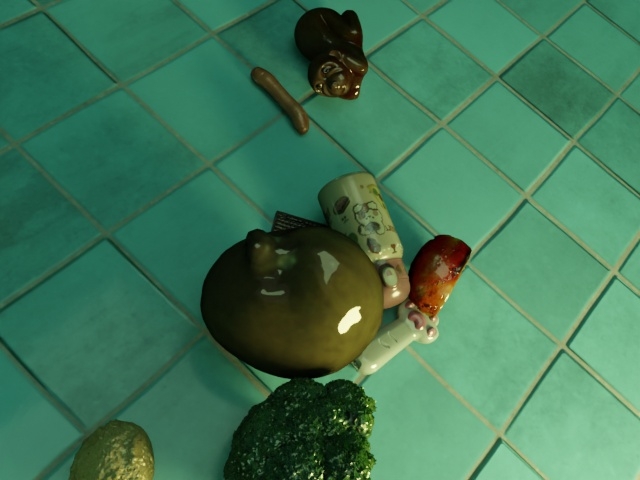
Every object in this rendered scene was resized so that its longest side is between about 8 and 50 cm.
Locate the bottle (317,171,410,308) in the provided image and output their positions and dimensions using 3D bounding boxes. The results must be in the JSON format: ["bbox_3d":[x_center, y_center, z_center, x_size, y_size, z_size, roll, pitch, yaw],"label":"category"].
[{"bbox_3d":[0.089,0.004,1.240,0.121,0.120,0.253,-14,70,-23],"label":"bottle"}]

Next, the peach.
[{"bbox_3d":[0.214,0.061,1.258,0.093,0.127,0.172,33,59,8],"label":"peach"}]

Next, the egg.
[{"bbox_3d":[-0.298,0.330,0.956,0.116,0.118,0.140,16,70,-15],"label":"egg"}]

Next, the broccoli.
[{"bbox_3d":[-0.007,0.336,0.992,0.270,0.270,0.269,45,54,-25],"label":"broccoli"}]

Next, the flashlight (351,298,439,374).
[{"bbox_3d":[0.135,0.176,1.215,0.201,0.047,0.093,-28,72,-29],"label":"flashlight"}]

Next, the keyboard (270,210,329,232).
[{"bbox_3d":[0.000,-0.001,1.293,0.197,0.015,0.074,17,59,-7],"label":"keyboard"}]

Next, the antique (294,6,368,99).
[{"bbox_3d":[0.022,-0.415,1.471,0.144,0.121,0.256,-1,61,-15],"label":"antique"}]

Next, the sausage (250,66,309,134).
[{"bbox_3d":[-0.082,-0.303,1.423,0.043,0.043,0.186,-33,75,-29],"label":"sausage"}]

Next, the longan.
[{"bbox_3d":[-0.046,0.091,1.079,0.301,0.300,0.243,7,37,-13],"label":"longan"}]
